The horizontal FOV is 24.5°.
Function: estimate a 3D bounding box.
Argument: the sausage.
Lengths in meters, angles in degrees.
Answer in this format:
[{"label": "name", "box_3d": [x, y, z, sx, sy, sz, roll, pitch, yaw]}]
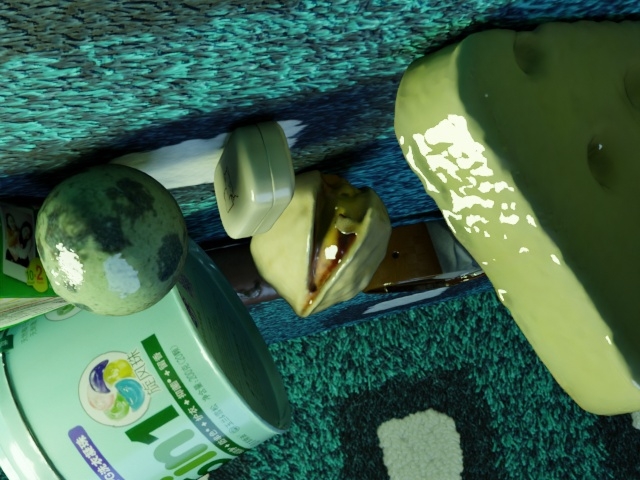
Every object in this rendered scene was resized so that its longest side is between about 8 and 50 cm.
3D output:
[{"label": "sausage", "box_3d": [-0.142, 0.053, 1.993, 0.419, 0.094, 0.094, -12, 155, -20]}]

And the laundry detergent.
[{"label": "laundry detergent", "box_3d": [-0.236, 0.182, 1.796, 0.305, 0.287, 0.287, -31, 169, 8]}]

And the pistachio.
[{"label": "pistachio", "box_3d": [0.000, 0.000, 1.667, 0.157, 0.157, 0.229, -12, 165, -16]}]

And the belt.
[{"label": "belt", "box_3d": [0.165, 0.021, 2.296, 0.261, 0.105, 0.184, -2, 167, -45]}]

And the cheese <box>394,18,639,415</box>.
[{"label": "cheese", "box_3d": [0.269, -0.075, 1.351, 0.384, 0.384, 0.104, -8, 176, -37]}]

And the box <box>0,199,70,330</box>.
[{"label": "box", "box_3d": [-0.345, 0.029, 1.454, 0.180, 0.103, 0.250, -18, 172, 23]}]

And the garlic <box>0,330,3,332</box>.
[{"label": "garlic", "box_3d": [-0.434, 0.113, 1.847, 0.087, 0.101, 0.195, 14, 170, 1]}]

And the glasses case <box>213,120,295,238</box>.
[{"label": "glasses case", "box_3d": [-0.066, -0.056, 1.428, 0.050, 0.083, 0.196, -13, 170, -13]}]

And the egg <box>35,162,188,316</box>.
[{"label": "egg", "box_3d": [-0.195, -0.001, 1.369, 0.141, 0.141, 0.182, -15, 164, 3]}]
